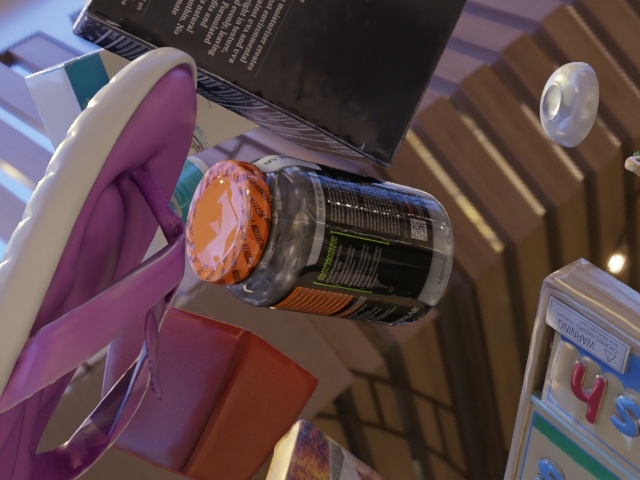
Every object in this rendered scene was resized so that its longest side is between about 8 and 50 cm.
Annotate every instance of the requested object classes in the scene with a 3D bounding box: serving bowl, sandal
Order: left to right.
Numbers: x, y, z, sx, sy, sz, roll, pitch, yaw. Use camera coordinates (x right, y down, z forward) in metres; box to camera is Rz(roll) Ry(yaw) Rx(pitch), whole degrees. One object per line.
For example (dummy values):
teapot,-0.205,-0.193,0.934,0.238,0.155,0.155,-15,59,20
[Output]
sandal,-0.139,0.081,0.589,0.169,0.102,0.416,108,-175,-66
serving bowl,0.236,-0.133,1.030,0.027,0.083,0.083,4,-68,-18

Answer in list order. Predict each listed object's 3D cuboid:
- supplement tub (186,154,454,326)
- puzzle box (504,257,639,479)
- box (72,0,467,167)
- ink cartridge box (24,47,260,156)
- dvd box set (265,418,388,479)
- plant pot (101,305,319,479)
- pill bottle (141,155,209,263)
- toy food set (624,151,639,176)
supplement tub,0.000,0.000,0.821,0.190,0.117,0.117,12,-76,-36
puzzle box,0.317,0.225,0.824,0.052,0.409,0.272,-24,-47,-30
box,-0.063,-0.218,1.022,0.294,0.296,0.182,26,-89,-17
ink cartridge box,-0.233,-0.184,1.405,0.233,0.171,0.168,-27,-75,-27
dvd box set,0.055,0.388,1.116,0.062,0.308,0.420,-51,5,19
plant pot,-0.204,0.263,1.722,0.267,0.267,0.235,45,-117,-56
pill bottle,-0.251,-0.054,1.610,0.264,0.146,0.146,-52,-27,-64
toy food set,0.385,-0.087,1.174,0.082,0.083,0.020,-35,-56,-46
